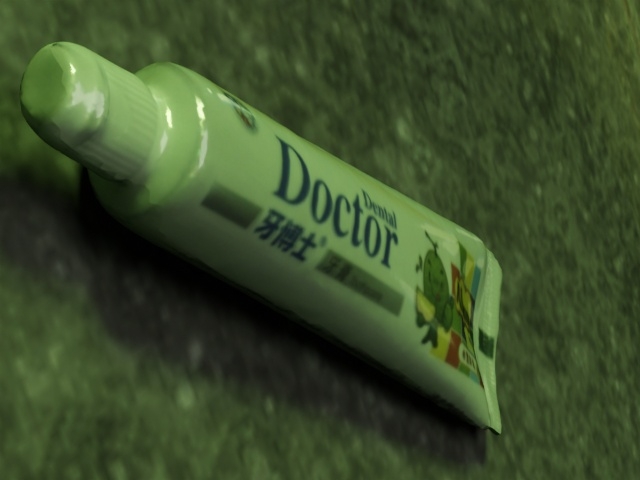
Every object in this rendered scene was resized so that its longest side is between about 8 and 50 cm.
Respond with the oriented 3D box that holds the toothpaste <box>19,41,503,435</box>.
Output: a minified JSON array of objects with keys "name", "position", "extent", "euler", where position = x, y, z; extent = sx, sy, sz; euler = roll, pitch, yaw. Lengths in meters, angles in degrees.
[{"name":"toothpaste","position":[0.000,0.000,0.499],"extent":[0.255,0.037,0.067],"euler":[31,53,-55]}]
